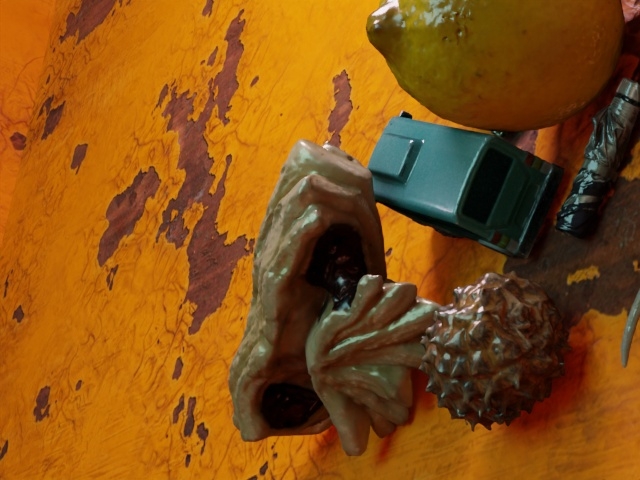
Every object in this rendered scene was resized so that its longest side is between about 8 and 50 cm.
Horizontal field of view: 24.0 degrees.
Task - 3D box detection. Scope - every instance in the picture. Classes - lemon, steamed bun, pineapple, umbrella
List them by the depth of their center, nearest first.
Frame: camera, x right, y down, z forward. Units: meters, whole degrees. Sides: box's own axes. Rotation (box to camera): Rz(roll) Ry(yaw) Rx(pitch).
[{"bbox_3d":[0.183,0.131,1.666,0.193,0.166,0.166,122,155,-53],"label":"pineapple"},{"bbox_3d":[0.316,-0.092,1.696,0.046,0.050,0.188,27,94,40],"label":"umbrella"},{"bbox_3d":[0.204,-0.248,1.739,0.245,0.320,0.245,180,90,-74],"label":"lemon"},{"bbox_3d":[0.026,0.112,1.876,0.189,0.247,0.428,-96,18,-59],"label":"steamed bun"}]

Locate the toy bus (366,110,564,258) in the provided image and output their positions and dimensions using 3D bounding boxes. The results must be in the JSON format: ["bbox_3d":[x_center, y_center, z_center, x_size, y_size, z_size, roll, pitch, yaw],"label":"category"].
[{"bbox_3d":[0.163,-0.072,1.846,0.256,0.147,0.128,21,87,61],"label":"toy bus"}]

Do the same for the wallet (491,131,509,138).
[{"bbox_3d":[0.250,-0.262,1.922,0.160,0.055,0.236,48,116,48],"label":"wallet"}]

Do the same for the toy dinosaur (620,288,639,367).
[{"bbox_3d":[0.396,-0.044,1.484,0.393,0.092,0.205,-54,36,8],"label":"toy dinosaur"}]
